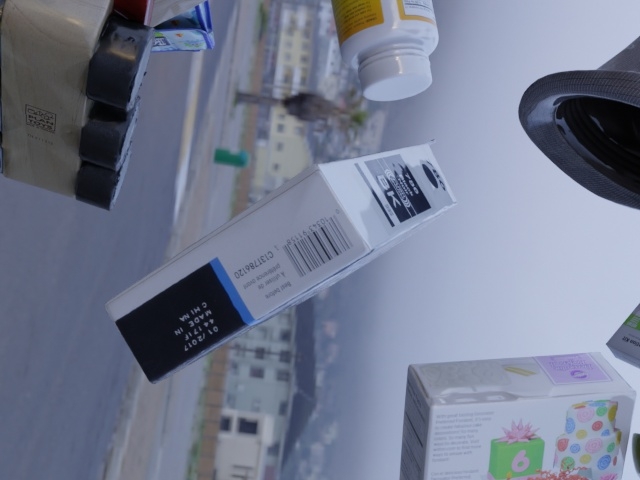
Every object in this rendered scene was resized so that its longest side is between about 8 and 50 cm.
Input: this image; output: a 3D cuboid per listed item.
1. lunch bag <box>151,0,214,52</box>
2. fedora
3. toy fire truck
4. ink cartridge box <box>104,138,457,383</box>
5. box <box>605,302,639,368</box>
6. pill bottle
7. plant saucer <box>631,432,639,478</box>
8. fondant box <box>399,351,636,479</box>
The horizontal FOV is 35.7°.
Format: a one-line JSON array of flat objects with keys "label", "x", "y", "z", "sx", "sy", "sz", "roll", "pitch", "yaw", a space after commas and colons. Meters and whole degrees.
[{"label": "lunch bag", "x": -0.199, "y": -0.282, "z": 1.177, "sx": 0.151, "sy": 0.128, "sz": 0.096, "roll": 83, "pitch": 6, "yaw": -53}, {"label": "fedora", "x": 0.342, "y": -0.126, "z": 0.980, "sx": 0.124, "sy": 0.243, "sz": 0.275, "roll": -56, "pitch": -162, "yaw": -10}, {"label": "toy fire truck", "x": -0.148, "y": -0.171, "z": 0.738, "sx": 0.217, "sy": 0.158, "sz": 0.246, "roll": 120, "pitch": -15, "yaw": -60}, {"label": "ink cartridge box", "x": 0.000, "y": 0.000, "z": 0.711, "sx": 0.065, "sy": 0.165, "sz": 0.332, "roll": 58, "pitch": 20, "yaw": 2}, {"label": "box", "x": 0.505, "y": 0.107, "z": 1.366, "sx": 0.186, "sy": 0.038, "sz": 0.145, "roll": -48, "pitch": -149, "yaw": -8}, {"label": "pill bottle", "x": 0.072, "y": -0.279, "z": 1.175, "sx": 0.117, "sy": 0.117, "sz": 0.215, "roll": 116, "pitch": -35, "yaw": -76}, {"label": "plant saucer", "x": 0.438, "y": 0.300, "z": 1.095, "sx": 0.037, "sy": 0.241, "sz": 0.241, "roll": -51, "pitch": -178, "yaw": -5}, {"label": "fondant box", "x": 0.217, "y": 0.301, "z": 1.167, "sx": 0.096, "sy": 0.238, "sz": 0.330, "roll": -113, "pitch": -157, "yaw": -63}]
